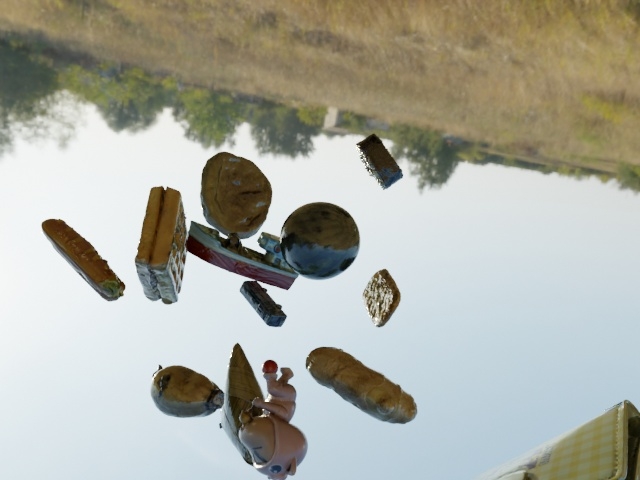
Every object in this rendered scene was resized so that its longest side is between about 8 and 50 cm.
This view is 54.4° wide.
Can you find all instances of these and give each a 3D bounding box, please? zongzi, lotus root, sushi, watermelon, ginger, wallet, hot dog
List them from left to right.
[{"bbox_3d":[-0.584,0.049,1.540,0.269,0.115,0.072,44,-119,4],"label":"hot dog"},{"bbox_3d":[-0.381,0.424,1.730,0.257,0.140,0.154,5,156,35],"label":"lotus root"},{"bbox_3d":[-0.196,0.469,1.780,0.134,0.288,0.286,-5,-161,-31],"label":"zongzi"},{"bbox_3d":[0.000,0.000,1.616,0.212,0.212,0.212,9,-168,-2],"label":"watermelon"},{"bbox_3d":[0.116,0.411,1.749,0.354,0.126,0.190,29,-176,1],"label":"ginger"},{"bbox_3d":[0.158,-0.213,1.691,0.078,0.150,0.090,-34,-172,0],"label":"sushi"},{"bbox_3d":[0.249,0.320,0.769,0.077,0.309,0.223,55,-151,13],"label":"wallet"}]

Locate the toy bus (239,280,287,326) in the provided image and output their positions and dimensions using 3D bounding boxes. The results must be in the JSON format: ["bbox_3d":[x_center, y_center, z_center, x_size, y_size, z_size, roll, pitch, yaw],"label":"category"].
[{"bbox_3d":[-0.163,0.177,1.753,0.065,0.047,0.166,6,-150,-48],"label":"toy bus"}]

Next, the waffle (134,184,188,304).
[{"bbox_3d":[-0.403,0.020,1.596,0.098,0.224,0.327,5,158,-6],"label":"waffle"}]

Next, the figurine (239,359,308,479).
[{"bbox_3d":[-0.125,0.451,1.569,0.186,0.287,0.176,11,161,-22],"label":"figurine"}]

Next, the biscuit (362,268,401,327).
[{"bbox_3d":[0.165,0.153,1.691,0.029,0.118,0.247,27,-167,-14],"label":"biscuit"}]

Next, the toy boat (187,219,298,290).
[{"bbox_3d":[-0.215,0.022,1.752,0.332,0.133,0.145,20,-171,-16],"label":"toy boat"}]

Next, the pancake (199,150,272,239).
[{"bbox_3d":[-0.267,-0.146,1.988,0.294,0.294,0.049,-3,172,-45],"label":"pancake"}]
